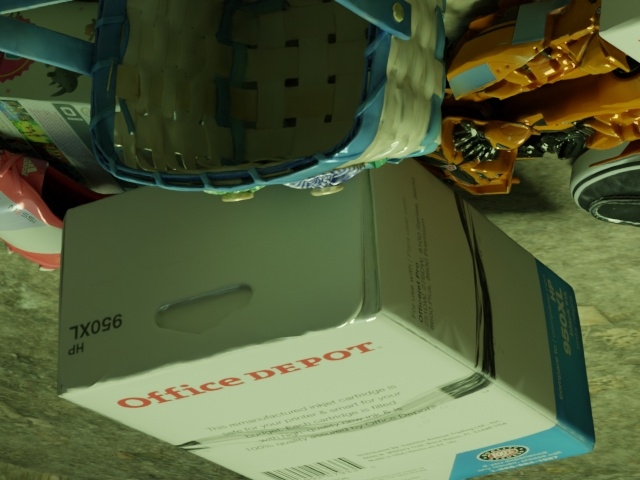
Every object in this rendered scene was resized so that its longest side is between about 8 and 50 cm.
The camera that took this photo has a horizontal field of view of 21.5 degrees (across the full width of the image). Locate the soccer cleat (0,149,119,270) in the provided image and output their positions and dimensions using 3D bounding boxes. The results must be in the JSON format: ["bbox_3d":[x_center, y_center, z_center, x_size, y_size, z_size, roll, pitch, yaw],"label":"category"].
[{"bbox_3d":[-0.273,-0.051,1.334,0.248,0.083,0.095,28,132,-35],"label":"soccer cleat"}]

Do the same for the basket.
[{"bbox_3d":[-0.056,-0.133,1.085,0.255,0.201,0.289,-4,165,36],"label":"basket"}]

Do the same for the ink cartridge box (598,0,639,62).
[{"bbox_3d":[0.310,-0.156,0.998,0.172,0.100,0.237,26,154,-36],"label":"ink cartridge box"}]

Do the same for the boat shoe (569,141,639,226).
[{"bbox_3d":[0.320,-0.021,1.330,0.301,0.102,0.108,1,160,42],"label":"boat shoe"}]

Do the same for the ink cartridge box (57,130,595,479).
[{"bbox_3d":[0.014,0.079,1.383,0.285,0.166,0.395,-16,152,26],"label":"ink cartridge box"}]

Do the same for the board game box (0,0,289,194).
[{"bbox_3d":[-0.200,-0.107,1.377,0.303,0.097,0.224,4,159,14],"label":"board game box"}]

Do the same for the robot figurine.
[{"bbox_3d":[0.153,-0.106,1.230,0.211,0.085,0.291,23,156,-30],"label":"robot figurine"}]
